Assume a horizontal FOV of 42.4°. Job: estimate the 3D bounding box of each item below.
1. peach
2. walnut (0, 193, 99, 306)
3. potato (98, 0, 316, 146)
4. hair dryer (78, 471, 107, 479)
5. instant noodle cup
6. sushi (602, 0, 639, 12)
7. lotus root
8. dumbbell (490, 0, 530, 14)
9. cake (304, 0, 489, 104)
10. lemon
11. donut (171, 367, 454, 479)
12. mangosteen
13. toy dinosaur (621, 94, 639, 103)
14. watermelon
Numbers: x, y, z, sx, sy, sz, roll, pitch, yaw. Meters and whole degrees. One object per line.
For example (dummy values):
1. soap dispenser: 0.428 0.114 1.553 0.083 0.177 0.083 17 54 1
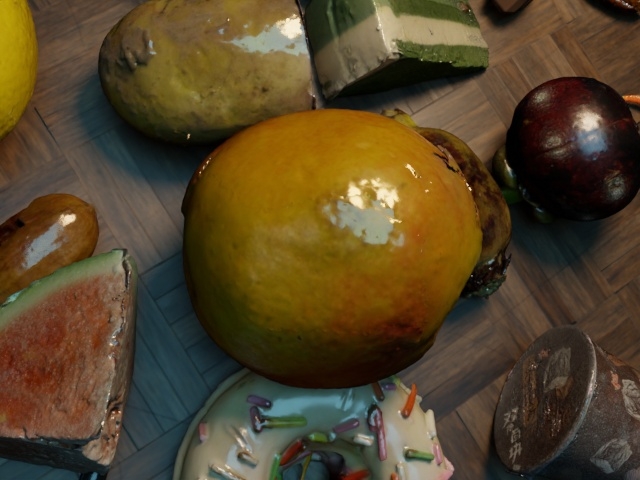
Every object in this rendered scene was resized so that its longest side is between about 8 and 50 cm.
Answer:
1. peach: 0.001 0.000 1.001 0.372 0.290 0.373 2 95 18
2. walnut: -0.373 0.023 1.063 0.116 0.116 0.207 44 82 -1
3. potato: -0.162 -0.232 1.111 0.266 0.229 0.229 -12 82 -9
4. hair dryer: -0.291 0.360 1.041 0.114 0.070 0.248 20 67 -6
5. instant noodle cup: 0.380 0.253 1.127 0.207 0.217 0.217 26 75 -12
6. sushi: 0.486 -0.409 1.353 0.120 0.055 0.052 22 120 0
7. lotus root: 0.167 -0.054 1.170 0.169 0.141 0.314 -29 85 -20
8. dumbbell: 0.254 -0.461 1.300 0.092 0.082 0.231 -40 89 -15
9. cake: 0.141 -0.317 1.205 0.283 0.172 0.158 -12 84 -16
10. lemon: -0.476 -0.239 1.020 0.245 0.245 0.320 11 74 -10
11. donut: -0.001 0.325 1.060 0.382 0.142 0.383 2 79 -12
12. mangosteen: 0.355 -0.131 1.200 0.216 0.216 0.216 2 78 -11
13. toy dinosaur: 0.610 -0.201 1.335 0.288 0.070 0.117 -7 81 -8
14. watermelon: -0.316 0.165 0.988 0.310 0.193 0.232 -39 74 -22
